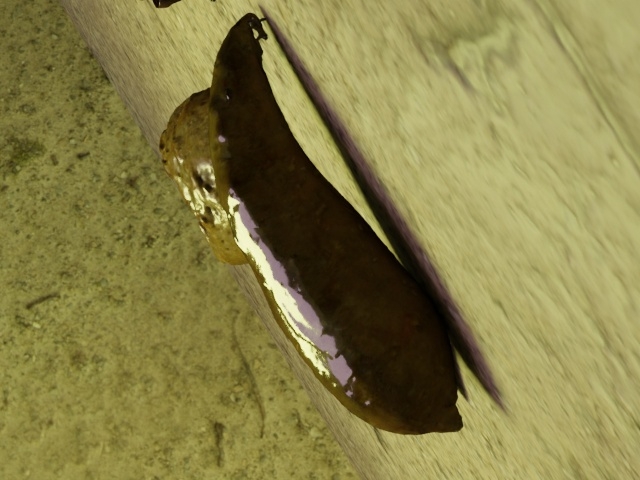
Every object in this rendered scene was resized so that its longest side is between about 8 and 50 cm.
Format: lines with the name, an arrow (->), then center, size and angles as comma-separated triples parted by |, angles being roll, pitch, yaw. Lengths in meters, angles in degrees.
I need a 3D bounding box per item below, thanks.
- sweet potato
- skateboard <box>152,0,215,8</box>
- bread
sweet potato -> -0.005, 0.001, 1.405 | 0.422, 0.130, 0.130 | 60, 172, 7
skateboard -> -0.146, -0.278, 1.510 | 0.067, 0.080, 0.151 | 106, 157, -46
bread -> -0.104, -0.067, 1.814 | 0.230, 0.123, 0.230 | 56, 171, 14
